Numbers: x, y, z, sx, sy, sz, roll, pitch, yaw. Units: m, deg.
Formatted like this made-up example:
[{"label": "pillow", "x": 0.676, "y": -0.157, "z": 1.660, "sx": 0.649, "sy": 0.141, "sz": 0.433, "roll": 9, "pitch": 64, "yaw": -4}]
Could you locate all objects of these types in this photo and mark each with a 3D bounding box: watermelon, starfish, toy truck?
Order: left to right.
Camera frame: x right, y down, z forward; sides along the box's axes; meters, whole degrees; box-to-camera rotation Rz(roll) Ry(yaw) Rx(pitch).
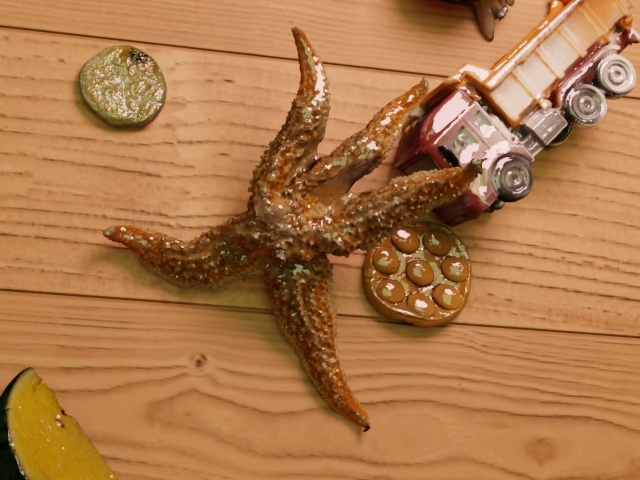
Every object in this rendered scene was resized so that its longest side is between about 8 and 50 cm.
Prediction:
[{"label": "watermelon", "x": -0.229, "y": 0.198, "z": 0.986, "sx": 0.092, "sy": 0.075, "sz": 0.181, "roll": -34, "pitch": 85, "yaw": -19}, {"label": "starfish", "x": 0.010, "y": -0.023, "z": 1.027, "sx": 0.301, "sy": 0.084, "sz": 0.293, "roll": 39, "pitch": 99, "yaw": 1}, {"label": "toy truck", "x": 0.194, "y": -0.139, "z": 1.117, "sx": 0.270, "sy": 0.114, "sz": 0.135, "roll": -44, "pitch": 93, "yaw": -16}]

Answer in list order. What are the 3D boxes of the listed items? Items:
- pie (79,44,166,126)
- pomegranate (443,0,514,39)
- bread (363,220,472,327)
[{"label": "pie", "x": -0.185, "y": -0.145, "z": 1.093, "sx": 0.085, "sy": 0.017, "sz": 0.085, "roll": 3, "pitch": 78, "yaw": -12}, {"label": "pomegranate", "x": 0.151, "y": -0.275, "z": 1.148, "sx": 0.122, "sy": 0.122, "sz": 0.161, "roll": -42, "pitch": 127, "yaw": -16}, {"label": "bread", "x": 0.094, "y": 0.031, "z": 1.109, "sx": 0.110, "sy": 0.024, "sz": 0.110, "roll": 3, "pitch": 77, "yaw": -11}]
